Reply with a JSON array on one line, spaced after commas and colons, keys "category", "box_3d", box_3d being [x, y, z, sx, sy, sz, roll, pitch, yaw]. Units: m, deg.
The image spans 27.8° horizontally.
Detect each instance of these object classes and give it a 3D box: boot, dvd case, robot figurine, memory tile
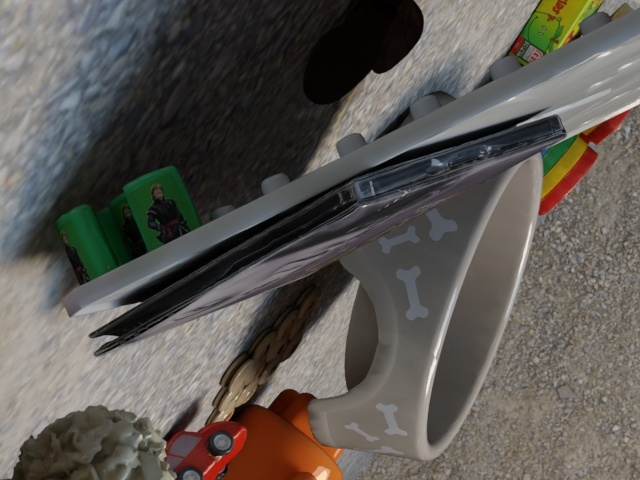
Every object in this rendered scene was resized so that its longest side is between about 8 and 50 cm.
[{"category": "boot", "box_3d": [0.032, -0.122, 0.843, 0.106, 0.037, 0.114, -52, 173, -1]}, {"category": "dvd case", "box_3d": [0.000, 0.000, 0.670, 0.164, 0.018, 0.221, -20, 174, -45]}, {"category": "robot figurine", "box_3d": [-0.065, 0.250, 1.263, 0.219, 0.158, 0.128, -51, 146, -17]}, {"category": "memory tile", "box_3d": [-0.051, 0.109, 1.203, 0.148, 0.012, 0.113, -44, 164, -40]}]

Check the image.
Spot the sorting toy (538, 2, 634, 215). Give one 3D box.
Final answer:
[{"category": "sorting toy", "box_3d": [0.246, -0.101, 1.438, 0.255, 0.089, 0.257, -48, -179, -26]}]

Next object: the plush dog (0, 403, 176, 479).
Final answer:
[{"category": "plush dog", "box_3d": [-0.189, 0.157, 0.522, 0.225, 0.211, 0.262, 78, 19, -56]}]

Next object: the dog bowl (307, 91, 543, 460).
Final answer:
[{"category": "dog bowl", "box_3d": [0.108, 0.044, 1.192, 0.348, 0.102, 0.348, -55, 156, -39]}]

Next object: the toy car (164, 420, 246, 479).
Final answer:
[{"category": "toy car", "box_3d": [-0.164, 0.239, 1.033, 0.239, 0.053, 0.225, -56, 167, 3]}]

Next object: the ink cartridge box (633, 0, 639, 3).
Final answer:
[{"category": "ink cartridge box", "box_3d": [0.380, -0.349, 1.271, 0.217, 0.092, 0.158, -65, 163, -7]}]

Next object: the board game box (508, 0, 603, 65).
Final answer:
[{"category": "board game box", "box_3d": [0.270, -0.260, 1.343, 0.181, 0.043, 0.092, -59, 168, 19]}]

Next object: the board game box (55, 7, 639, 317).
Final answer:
[{"category": "board game box", "box_3d": [0.092, -0.075, 0.730, 0.390, 0.050, 0.390, -25, 176, 17]}]
